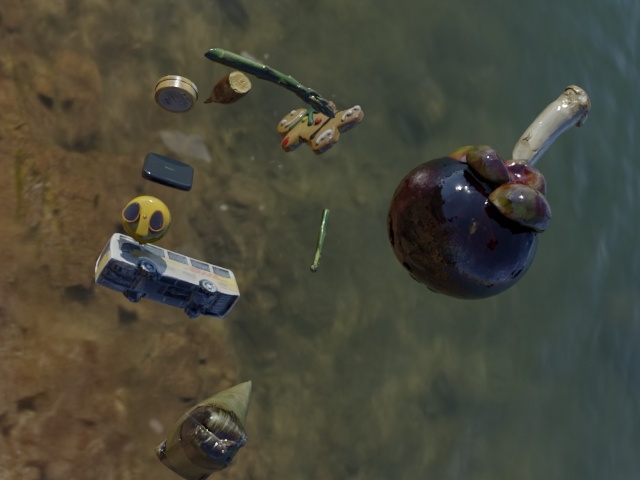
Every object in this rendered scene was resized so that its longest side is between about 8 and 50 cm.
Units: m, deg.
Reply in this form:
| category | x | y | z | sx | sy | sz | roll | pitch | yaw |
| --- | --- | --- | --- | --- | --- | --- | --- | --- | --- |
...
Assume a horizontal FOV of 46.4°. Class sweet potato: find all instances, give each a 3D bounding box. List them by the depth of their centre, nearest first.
| category | x | y | z | sx | sy | sz | roll | pitch | yaw |
| --- | --- | --- | --- | --- | --- | --- | --- | --- | --- |
| sweet potato | -0.173 | -0.263 | 1.327 | 0.049 | 0.117 | 0.049 | 14 | 70 | -42 |

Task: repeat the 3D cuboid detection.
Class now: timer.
| category | x | y | z | sx | sy | sz | roll | pitch | yaw |
| --- | --- | --- | --- | --- | --- | --- | --- | --- | --- |
| timer | -0.385 | -0.043 | 1.658 | 0.107 | 0.109 | 0.107 | 1 | 83 | -6 |

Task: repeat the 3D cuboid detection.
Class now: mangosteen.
| category | x | y | z | sx | sy | sz | roll | pitch | yaw |
| --- | --- | --- | --- | --- | --- | --- | --- | --- | --- |
| mangosteen | 0.185 | -0.025 | 0.950 | 0.210 | 0.210 | 0.210 | 10 | 76 | -42 |

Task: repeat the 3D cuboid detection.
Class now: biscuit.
| category | x | y | z | sx | sy | sz | roll | pitch | yaw |
| --- | --- | --- | --- | --- | --- | --- | --- | --- | --- |
| biscuit | -0.025 | -0.315 | 2.041 | 0.197 | 0.301 | 0.049 | -42 | 121 | -16 |

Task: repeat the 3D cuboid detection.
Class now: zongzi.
| category | x | y | z | sx | sy | sz | roll | pitch | yaw |
| --- | --- | --- | --- | --- | --- | --- | --- | --- | --- |
| zongzi | -0.216 | 0.402 | 1.751 | 0.154 | 0.289 | 0.317 | 43 | 54 | -5 |

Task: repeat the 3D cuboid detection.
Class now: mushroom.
| category | x | y | z | sx | sy | sz | roll | pitch | yaw |
| --- | --- | --- | --- | --- | --- | --- | --- | --- | --- |
| mushroom | 0.435 | -0.205 | 1.430 | 0.209 | 0.071 | 0.084 | -45 | 156 | -11 |

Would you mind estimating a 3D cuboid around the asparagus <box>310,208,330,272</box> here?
| category | x | y | z | sx | sy | sz | roll | pitch | yaw |
| --- | --- | --- | --- | --- | --- | --- | --- | --- | --- |
| asparagus | 0.000 | 0.000 | 1.296 | 0.015 | 0.018 | 0.127 | 19 | 58 | -11 |

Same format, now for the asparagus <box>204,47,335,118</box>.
| category | x | y | z | sx | sy | sz | roll | pitch | yaw |
| --- | --- | --- | --- | --- | --- | --- | --- | --- | --- |
| asparagus | -0.071 | -0.251 | 1.173 | 0.236 | 0.034 | 0.027 | 22 | 29 | -22 |

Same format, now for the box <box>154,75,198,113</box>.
| category | x | y | z | sx | sy | sz | roll | pitch | yaw |
| --- | --- | --- | --- | --- | --- | --- | --- | --- | --- |
| box | -0.355 | -0.358 | 1.836 | 0.105 | 0.105 | 0.037 | 29 | 51 | -37 |

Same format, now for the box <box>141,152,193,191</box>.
| category | x | y | z | sx | sy | sz | roll | pitch | yaw |
| --- | --- | --- | --- | --- | --- | --- | --- | --- | --- |
| box | -0.377 | -0.167 | 1.844 | 0.126 | 0.027 | 0.125 | 18 | 27 | -16 |

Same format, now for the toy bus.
| category | x | y | z | sx | sy | sz | roll | pitch | yaw |
| --- | --- | --- | --- | --- | --- | --- | --- | --- | --- |
| toy bus | -0.354 | 0.087 | 1.755 | 0.342 | 0.097 | 0.138 | 21 | 30 | -32 |
